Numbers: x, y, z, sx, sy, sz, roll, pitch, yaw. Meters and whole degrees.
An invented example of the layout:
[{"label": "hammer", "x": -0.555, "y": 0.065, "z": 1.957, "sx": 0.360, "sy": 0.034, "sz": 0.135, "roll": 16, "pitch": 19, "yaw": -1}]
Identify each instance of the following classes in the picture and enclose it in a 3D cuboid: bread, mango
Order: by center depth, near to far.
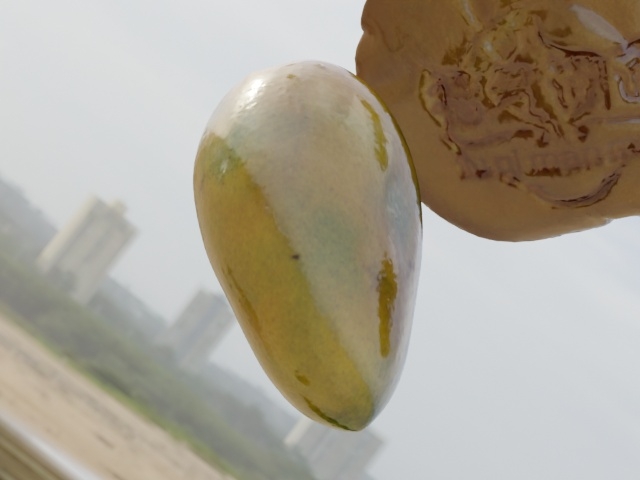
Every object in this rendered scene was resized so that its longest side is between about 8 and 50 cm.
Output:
[{"label": "mango", "x": -0.003, "y": -0.004, "z": 0.689, "sx": 0.111, "sy": 0.089, "sz": 0.163, "roll": 41, "pitch": 34, "yaw": -35}, {"label": "bread", "x": 0.163, "y": -0.128, "z": 1.112, "sx": 0.270, "sy": 0.270, "sz": 0.148, "roll": 39, "pitch": 30, "yaw": -9}]
